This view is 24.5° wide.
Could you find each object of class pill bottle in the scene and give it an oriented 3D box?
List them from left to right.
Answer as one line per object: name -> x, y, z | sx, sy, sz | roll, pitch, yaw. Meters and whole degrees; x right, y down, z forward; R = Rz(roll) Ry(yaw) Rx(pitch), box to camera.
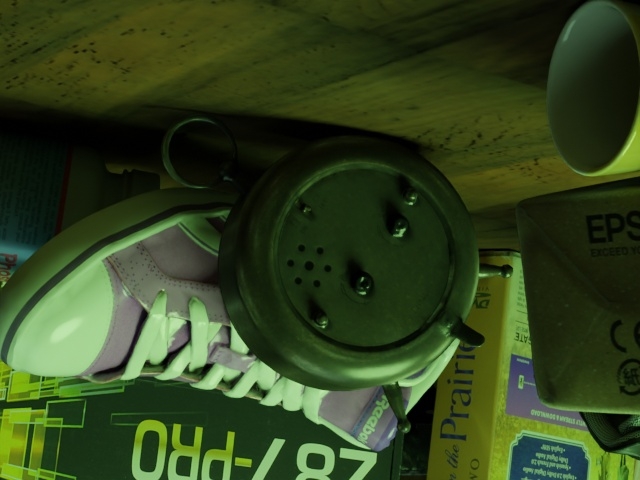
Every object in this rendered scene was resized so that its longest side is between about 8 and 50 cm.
pill bottle -> -0.177, -0.019, 0.851 | 0.160, 0.087, 0.087 | 9, 170, -10

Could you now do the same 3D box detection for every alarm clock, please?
alarm clock -> 0.000, 0.000, 0.754 | 0.192, 0.129, 0.064 | 36, 165, -4

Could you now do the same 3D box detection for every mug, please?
mug -> 0.125, -0.046, 0.521 | 0.064, 0.078, 0.062 | 2, 145, -22

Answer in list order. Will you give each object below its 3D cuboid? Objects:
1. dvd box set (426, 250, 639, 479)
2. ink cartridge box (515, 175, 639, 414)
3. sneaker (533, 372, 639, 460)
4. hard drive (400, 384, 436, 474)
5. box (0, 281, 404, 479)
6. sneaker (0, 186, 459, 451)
dvd box set -> 0.186, 0.242, 1.119 | 0.062, 0.420, 0.308 | -2, 168, 42
ink cartridge box -> 0.222, 0.005, 0.535 | 0.193, 0.088, 0.235 | -12, -175, -42
sneaker -> 0.247, 0.090, 0.811 | 0.153, 0.101, 0.269 | 13, 172, -44
hard drive -> 0.011, 0.186, 1.643 | 0.237, 0.064, 0.339 | 2, -171, -9
box -> -0.129, 0.127, 0.988 | 0.395, 0.318, 0.097 | 14, 167, -29
sneaker -> -0.033, 0.053, 0.808 | 0.282, 0.102, 0.161 | -11, -130, -42
